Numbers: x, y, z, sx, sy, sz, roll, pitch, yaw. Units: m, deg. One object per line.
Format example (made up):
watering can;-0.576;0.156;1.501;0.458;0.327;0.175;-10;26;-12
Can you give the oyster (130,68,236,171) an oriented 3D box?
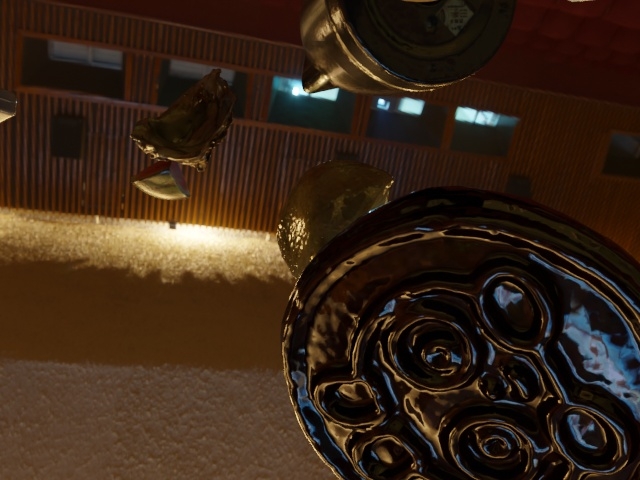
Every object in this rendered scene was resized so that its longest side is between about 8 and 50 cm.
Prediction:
oyster;-0.232;-0.216;1.034;0.204;0.111;0.396;-43;-152;-7

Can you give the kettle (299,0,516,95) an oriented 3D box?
kettle;0.101;-0.341;0.783;0.228;0.320;0.324;36;176;-18

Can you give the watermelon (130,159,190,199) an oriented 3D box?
watermelon;-0.311;-0.134;1.159;0.125;0.135;0.094;22;-107;-20

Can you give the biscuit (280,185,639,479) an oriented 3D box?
biscuit;0.146;0.148;0.586;0.408;0.407;0.091;23;-153;11

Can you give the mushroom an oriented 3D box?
mushroom;-0.007;-0.007;1.129;0.218;0.291;0.212;21;-144;19

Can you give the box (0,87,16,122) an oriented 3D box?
box;-0.746;-0.257;1.182;0.244;0.055;0.103;-14;168;27
